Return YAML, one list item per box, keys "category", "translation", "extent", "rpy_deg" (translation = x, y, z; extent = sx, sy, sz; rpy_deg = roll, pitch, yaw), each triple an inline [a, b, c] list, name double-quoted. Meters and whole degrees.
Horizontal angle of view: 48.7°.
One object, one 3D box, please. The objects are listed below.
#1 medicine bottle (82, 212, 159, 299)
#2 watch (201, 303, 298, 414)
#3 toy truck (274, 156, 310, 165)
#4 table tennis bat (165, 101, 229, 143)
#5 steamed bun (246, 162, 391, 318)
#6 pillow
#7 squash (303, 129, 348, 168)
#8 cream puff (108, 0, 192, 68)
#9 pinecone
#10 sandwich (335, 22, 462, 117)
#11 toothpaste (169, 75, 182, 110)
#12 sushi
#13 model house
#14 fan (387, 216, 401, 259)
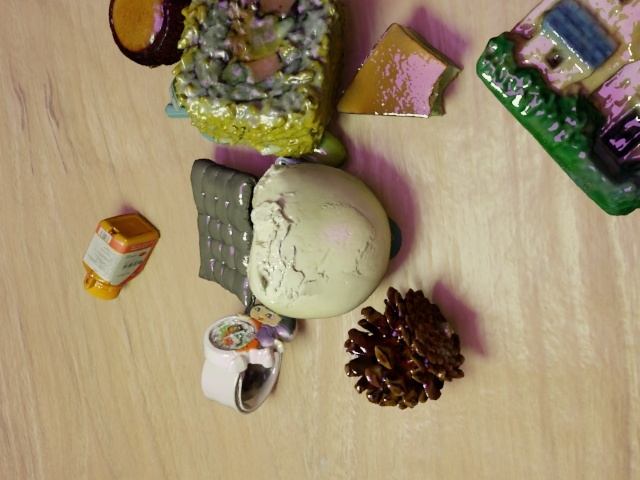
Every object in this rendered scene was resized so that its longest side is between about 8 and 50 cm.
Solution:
- category: "medicine bottle"
  translation: [-0.549, 0.047, 1.901]
  extent: [0.112, 0.149, 0.222]
  rpy_deg: [39, 116, 15]
- category: "watch"
  translation: [-0.162, 0.296, 1.730]
  extent: [0.196, 0.244, 0.231]
  rpy_deg: [15, 129, 28]
- category: "toy truck"
  translation: [-0.086, -0.121, 1.664]
  extent: [0.115, 0.080, 0.178]
  rpy_deg: [32, 115, 30]
- category: "table tennis bat"
  translation: [-0.282, -0.317, 1.753]
  extent: [0.237, 0.038, 0.149]
  rpy_deg: [9, 105, 23]
- category: "steamed bun"
  translation: [0.000, 0.000, 1.490]
  extent: [0.311, 0.233, 0.334]
  rpy_deg: [-3, 93, -8]
- category: "pillow"
  translation: [-0.213, -0.021, 1.691]
  extent: [0.228, 0.101, 0.326]
  rpy_deg: [21, 120, 42]
- category: "squash"
  translation: [-0.021, -0.225, 1.597]
  extent: [0.188, 0.095, 0.095]
  rpy_deg: [34, 114, 16]
- category: "cream puff"
  translation: [-0.384, -0.531, 1.685]
  extent: [0.239, 0.164, 0.239]
  rpy_deg: [4, 98, 32]
- category: "pinecone"
  translation: [0.167, 0.245, 1.507]
  extent: [0.264, 0.264, 0.264]
  rpy_deg: [6, 103, 27]
- category: "sandwich"
  translation: [0.166, -0.307, 1.471]
  extent: [0.186, 0.108, 0.220]
  rpy_deg: [45, 115, 14]
- category: "toothpaste"
  translation: [-0.253, -0.479, 1.687]
  extent: [0.392, 0.061, 0.099]
  rpy_deg: [-48, 45, 27]
- category: "sushi"
  translation: [-0.132, -0.391, 1.480]
  extent: [0.351, 0.240, 0.397]
  rpy_deg: [11, 84, 9]
- category: "model house"
  translation: [0.518, -0.292, 1.170]
  extent: [0.382, 0.334, 0.342]
  rpy_deg: [49, 120, 0]
- category: "fan"
  translation: [0.106, -0.018, 1.621]
  extent: [0.175, 0.005, 0.113]
  rpy_deg: [27, 112, 21]
